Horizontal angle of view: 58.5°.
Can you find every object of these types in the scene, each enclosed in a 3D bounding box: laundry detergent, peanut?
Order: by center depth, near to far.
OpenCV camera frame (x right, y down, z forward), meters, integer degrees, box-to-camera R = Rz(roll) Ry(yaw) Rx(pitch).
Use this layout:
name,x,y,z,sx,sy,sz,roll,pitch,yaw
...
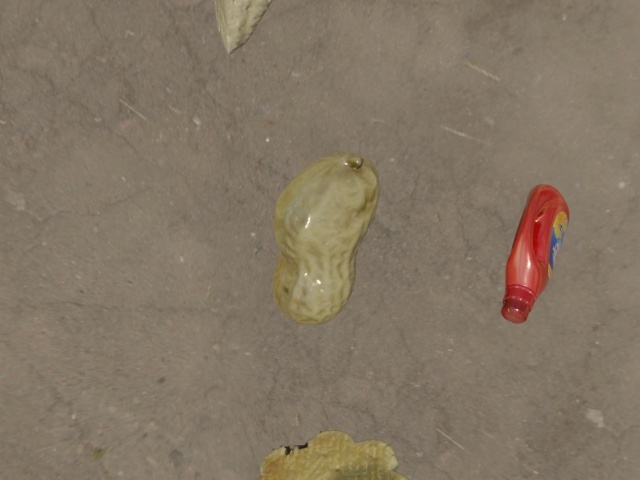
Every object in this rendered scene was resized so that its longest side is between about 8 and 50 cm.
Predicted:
name,x,y,z,sx,sy,sz,roll,pitch,yaw
laundry detergent,0.243,0.018,0.658,0.165,0.049,0.097,-60,136,-30
peanut,-0.008,-0.004,0.918,0.159,0.143,0.291,8,108,-24

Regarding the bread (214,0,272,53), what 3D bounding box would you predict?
name,x,y,z,sx,sy,sz,roll,pitch,yaw
bread,-0.014,-0.198,0.352,0.105,0.152,0.077,-3,52,-10

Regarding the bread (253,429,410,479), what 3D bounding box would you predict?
name,x,y,z,sx,sy,sz,roll,pitch,yaw
bread,0.011,0.450,0.980,0.316,0.316,0.054,-19,118,-14
